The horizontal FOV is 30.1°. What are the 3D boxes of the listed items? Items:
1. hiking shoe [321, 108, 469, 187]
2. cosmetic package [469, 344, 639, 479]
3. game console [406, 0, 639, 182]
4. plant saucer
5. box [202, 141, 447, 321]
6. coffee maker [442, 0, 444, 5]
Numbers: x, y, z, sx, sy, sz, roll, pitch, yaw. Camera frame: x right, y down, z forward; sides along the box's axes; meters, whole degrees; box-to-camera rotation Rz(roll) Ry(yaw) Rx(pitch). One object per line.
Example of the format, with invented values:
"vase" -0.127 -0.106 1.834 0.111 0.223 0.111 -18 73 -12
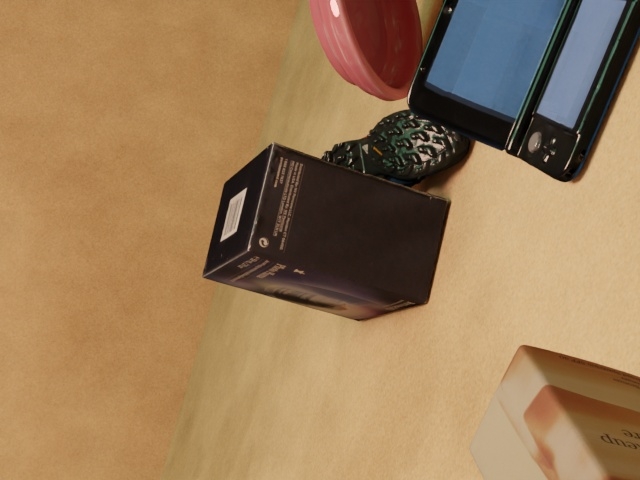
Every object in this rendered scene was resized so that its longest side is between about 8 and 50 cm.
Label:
"hiking shoe" 0.136 -0.140 1.921 0.304 0.132 0.113 -11 80 47
"cosmetic package" 0.251 0.223 1.022 0.296 0.153 0.129 -112 41 -65
"game console" 0.260 -0.253 1.498 0.250 0.173 0.293 -124 53 -72
"plant saucer" 0.074 -0.401 2.074 0.084 0.332 0.332 -10 54 28
"box" 0.000 0.000 1.889 0.296 0.294 0.183 153 131 -69
"coffee maker" 0.223 -0.349 1.746 0.120 0.171 0.178 -31 42 43
